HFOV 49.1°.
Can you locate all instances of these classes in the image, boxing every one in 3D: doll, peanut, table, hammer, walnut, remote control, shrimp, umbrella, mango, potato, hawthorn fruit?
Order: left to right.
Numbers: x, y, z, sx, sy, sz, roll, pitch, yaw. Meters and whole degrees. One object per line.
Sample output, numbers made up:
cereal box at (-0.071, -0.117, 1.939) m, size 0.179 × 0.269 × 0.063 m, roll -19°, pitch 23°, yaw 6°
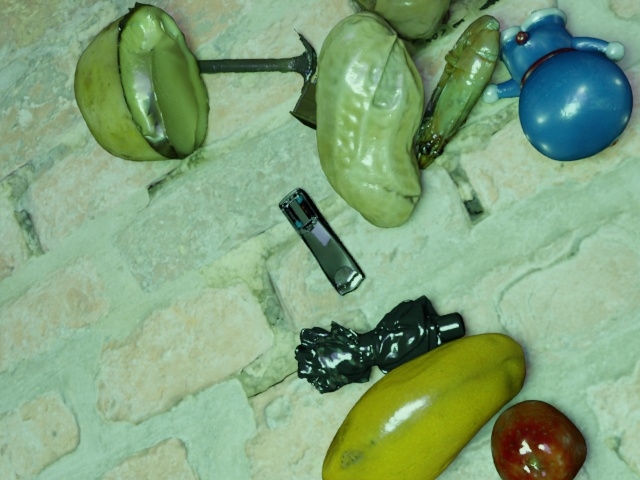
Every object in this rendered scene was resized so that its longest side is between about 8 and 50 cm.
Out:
potato at (-0.350, -0.272, 1.303) m, size 0.242 × 0.242 × 0.286 m, roll -16°, pitch 100°, yaw 17°
hammer at (-0.147, -0.333, 1.333) m, size 0.297 × 0.027 × 0.125 m, roll 2°, pitch 81°, yaw 21°
remote control at (0.000, 0.000, 1.215) m, size 0.059 × 0.028 × 0.212 m, roll -39°, pitch 70°, yaw 8°
table at (0.009, -0.235, 1.233) m, size 0.083 × 0.070 × 0.082 m, roll 27°, pitch 90°, yaw 23°
peanut at (0.077, -0.190, 1.131) m, size 0.174 × 0.158 × 0.340 m, roll 1°, pitch 109°, yaw -6°
umbrella at (0.096, 0.169, 1.113) m, size 0.272 × 0.110 × 0.122 m, roll -16°, pitch 75°, yaw 12°
walnut at (0.143, -0.427, 1.178) m, size 0.203 × 0.141 × 0.238 m, roll 17°, pitch 52°, yaw 19°
mango at (0.146, 0.260, 1.031) m, size 0.359 × 0.187 × 0.144 m, roll -44°, pitch 46°, yaw 7°
shrimp at (0.214, -0.238, 1.144) m, size 0.061 × 0.145 × 0.267 m, roll 12°, pitch 111°, yaw -18°
hawthorn fruit at (0.302, 0.295, 0.991) m, size 0.132 × 0.138 × 0.133 m, roll -2°, pitch 81°, yaw 16°
doll at (0.363, -0.236, 1.075) m, size 0.215 × 0.161 × 0.257 m, roll -32°, pitch 54°, yaw 26°
